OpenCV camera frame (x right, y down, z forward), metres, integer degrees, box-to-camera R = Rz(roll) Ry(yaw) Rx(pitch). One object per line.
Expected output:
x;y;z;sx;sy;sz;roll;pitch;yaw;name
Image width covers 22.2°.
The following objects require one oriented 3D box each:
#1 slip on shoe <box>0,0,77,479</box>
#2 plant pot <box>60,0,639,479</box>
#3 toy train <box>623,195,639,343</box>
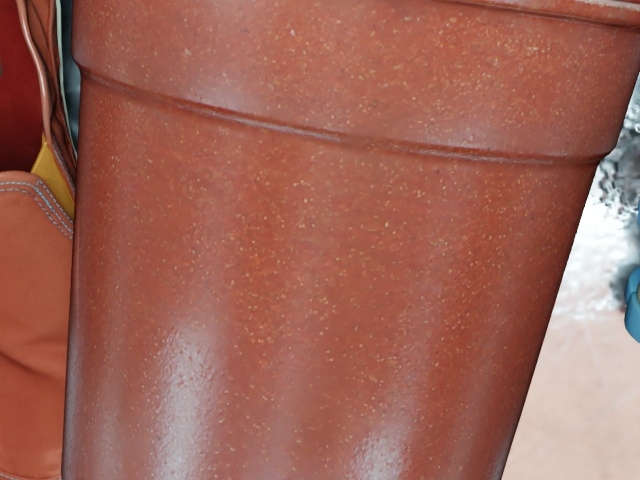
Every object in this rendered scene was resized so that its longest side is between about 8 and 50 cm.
-0.168;-0.019;0.819;0.123;0.101;0.331;-5;102;6;slip on shoe
0.000;0.000;0.743;0.273;0.272;0.265;11;102;6;plant pot
0.257;-0.026;0.781;0.248;0.105;0.143;-9;128;-29;toy train
